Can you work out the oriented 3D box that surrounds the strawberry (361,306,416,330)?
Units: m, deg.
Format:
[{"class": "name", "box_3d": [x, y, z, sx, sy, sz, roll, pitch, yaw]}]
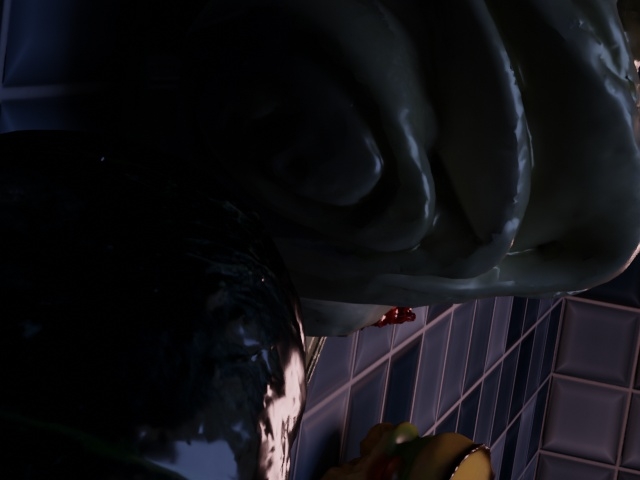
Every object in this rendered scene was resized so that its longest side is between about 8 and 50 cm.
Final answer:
[{"class": "strawberry", "box_3d": [0.096, 0.004, 1.587, 0.286, 0.106, 0.188, -60, 152, -59]}]

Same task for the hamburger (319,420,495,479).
[{"class": "hamburger", "box_3d": [0.075, 0.294, 1.656, 0.237, 0.149, 0.237, -43, 140, -51]}]

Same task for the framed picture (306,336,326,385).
[{"class": "framed picture", "box_3d": [0.000, 0.000, 1.447, 0.231, 0.010, 0.173, 82, 24, -48]}]

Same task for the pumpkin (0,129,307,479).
[{"class": "pumpkin", "box_3d": [-0.134, 0.104, 0.669, 0.315, 0.238, 0.315, -163, -90, -89]}]

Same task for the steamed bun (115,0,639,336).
[{"class": "steamed bun", "box_3d": [0.025, -0.089, 0.944, 0.237, 0.346, 0.394, -4, 130, -57]}]
